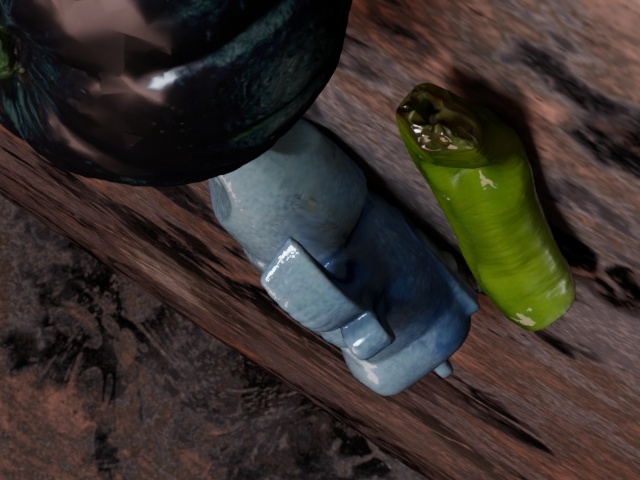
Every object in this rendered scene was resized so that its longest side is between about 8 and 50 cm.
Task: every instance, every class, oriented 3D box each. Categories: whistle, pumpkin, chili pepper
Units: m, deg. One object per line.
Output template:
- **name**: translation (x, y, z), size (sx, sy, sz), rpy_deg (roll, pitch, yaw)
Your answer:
- **whistle**: translation (0.000, 0.000, 0.893), size (0.269, 0.093, 0.180), rpy_deg (43, -168, -33)
- **pumpkin**: translation (-0.077, -0.104, 0.536), size (0.194, 0.150, 0.194), rpy_deg (6, 150, 4)
- **chili pepper**: translation (0.071, -0.019, 0.694), size (0.052, 0.050, 0.201), rpy_deg (13, 160, 25)
